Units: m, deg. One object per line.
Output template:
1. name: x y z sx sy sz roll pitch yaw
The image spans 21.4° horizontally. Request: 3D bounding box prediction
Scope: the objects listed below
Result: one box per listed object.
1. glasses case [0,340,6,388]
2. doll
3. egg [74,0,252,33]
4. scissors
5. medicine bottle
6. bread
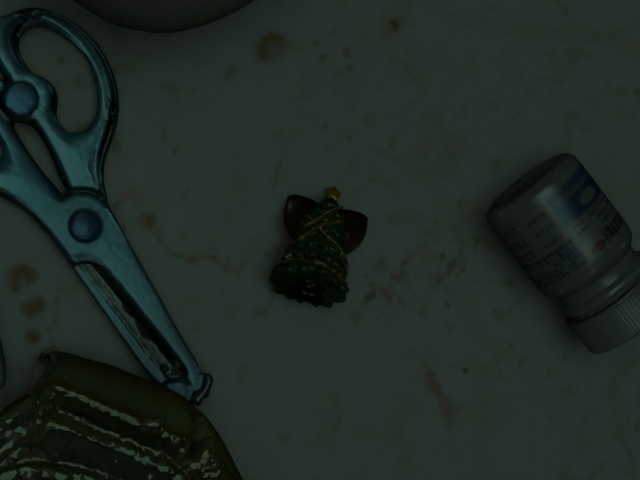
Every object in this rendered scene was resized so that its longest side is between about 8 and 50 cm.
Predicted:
1. glasses case: -0.316 0.040 1.453 0.049 0.074 0.193 -22 93 -10
2. doll: 0.000 0.001 1.528 0.078 0.076 0.113 16 84 -4
3. egg: -0.127 -0.339 1.382 0.355 0.354 0.339 9 103 -13
4. scissors: -0.209 -0.022 1.502 0.180 0.032 0.393 -32 95 -12
5. medicine bottle: 0.241 0.011 1.571 0.105 0.105 0.168 -40 97 -11
6. bread: -0.179 0.207 1.450 0.257 0.124 0.185 15 94 -10
